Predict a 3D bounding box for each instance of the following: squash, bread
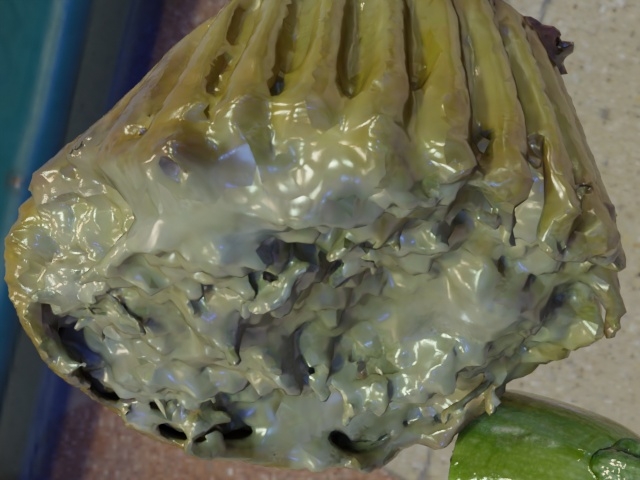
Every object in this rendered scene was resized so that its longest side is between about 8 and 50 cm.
[{"bbox_3d":[0.143,0.123,0.571,0.132,0.105,0.105,-11,74,50],"label":"squash"},{"bbox_3d":[0.000,0.000,0.518,0.274,0.274,0.149,-36,41,41],"label":"bread"}]
